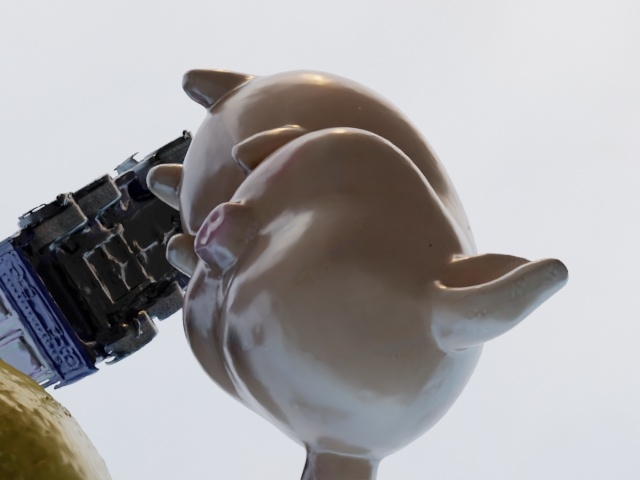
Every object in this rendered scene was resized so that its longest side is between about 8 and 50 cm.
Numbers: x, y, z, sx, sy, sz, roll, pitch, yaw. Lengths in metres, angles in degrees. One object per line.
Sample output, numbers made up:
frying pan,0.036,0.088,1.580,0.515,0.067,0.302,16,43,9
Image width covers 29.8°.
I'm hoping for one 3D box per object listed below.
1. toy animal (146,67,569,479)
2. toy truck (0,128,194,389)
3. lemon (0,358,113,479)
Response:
toy animal,0.002,0.010,0.607,0.154,0.166,0.250,9,-150,-19
toy truck,-0.175,0.018,0.949,0.124,0.155,0.268,60,-151,-7
lemon,-0.223,0.177,0.668,0.263,0.236,0.236,30,-135,-4
